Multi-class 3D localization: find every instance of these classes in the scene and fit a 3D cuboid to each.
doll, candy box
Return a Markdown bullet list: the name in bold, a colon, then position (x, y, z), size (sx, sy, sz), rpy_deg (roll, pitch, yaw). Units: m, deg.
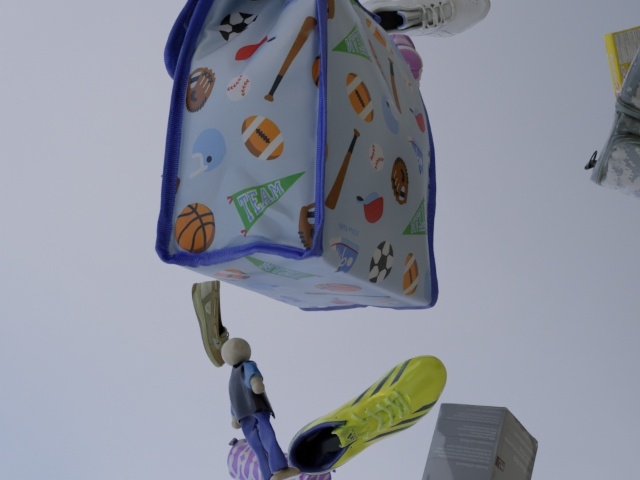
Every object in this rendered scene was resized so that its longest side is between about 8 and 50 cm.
- **doll**: position (-0.082, 0.206, 1.124), size (0.046, 0.129, 0.189), rpy_deg (-12, -112, -26)
- **candy box**: position (0.626, -0.320, 1.855), size (0.105, 0.027, 0.205), rpy_deg (-19, -80, -33)

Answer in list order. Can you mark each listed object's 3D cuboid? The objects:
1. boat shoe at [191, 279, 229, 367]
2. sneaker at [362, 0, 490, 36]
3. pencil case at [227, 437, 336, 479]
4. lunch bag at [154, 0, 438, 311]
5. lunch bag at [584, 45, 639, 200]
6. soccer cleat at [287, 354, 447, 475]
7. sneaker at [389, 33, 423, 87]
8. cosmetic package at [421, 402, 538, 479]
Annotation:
- **boat shoe**: position (-0.170, 0.137, 1.515), size (0.056, 0.048, 0.153), rpy_deg (-90, -12, -72)
- **sneaker**: position (0.222, -0.481, 2.009), size (0.129, 0.297, 0.111), rpy_deg (-85, -15, -73)
- **pencil case**: position (-0.079, 0.432, 1.746), size (0.088, 0.206, 0.086), rpy_deg (-38, -51, -45)
- **lunch bag**: position (-0.014, -0.130, 1.068), size (0.328, 0.239, 0.385), rpy_deg (25, -115, -62)
- **lunch bag**: position (0.582, -0.145, 1.393), size (0.212, 0.305, 0.256), rpy_deg (-43, -26, -51)
- **soccer cleat**: position (0.073, 0.279, 1.438), size (0.093, 0.289, 0.121), rpy_deg (57, -166, 8)
- **sneaker**: position (0.147, -0.293, 1.760), size (0.236, 0.095, 0.104), rpy_deg (91, 177, -48)
- **cosmetic package**: position (0.188, 0.338, 1.165), size (0.127, 0.107, 0.238), rpy_deg (46, -130, -45)
